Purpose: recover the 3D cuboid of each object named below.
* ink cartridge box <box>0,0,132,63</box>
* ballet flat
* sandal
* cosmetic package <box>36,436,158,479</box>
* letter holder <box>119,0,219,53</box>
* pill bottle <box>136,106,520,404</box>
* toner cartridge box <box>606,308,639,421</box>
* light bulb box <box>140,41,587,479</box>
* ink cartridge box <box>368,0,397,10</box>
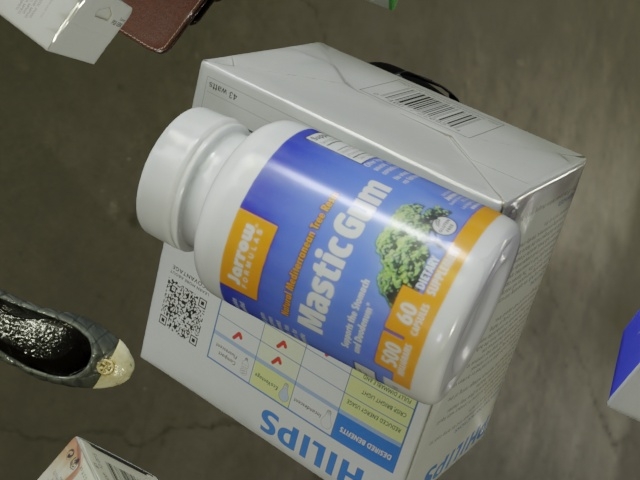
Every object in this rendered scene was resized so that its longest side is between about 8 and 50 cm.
[{"bbox_3d":[-0.220,-0.195,0.781,0.056,0.135,0.099,-54,175,8],"label":"ink cartridge box"},{"bbox_3d":[-0.216,0.072,0.775,0.173,0.049,0.058,25,90,-26],"label":"ballet flat"},{"bbox_3d":[0.170,-0.206,1.584,0.097,0.254,0.054,-48,163,-41],"label":"sandal"},{"bbox_3d":[-0.324,0.408,1.287,0.296,0.129,0.153,-48,129,1],"label":"cosmetic package"},{"bbox_3d":[-0.264,-0.425,1.449,0.302,0.214,0.152,39,16,-5],"label":"letter holder"},{"bbox_3d":[0.000,0.000,0.806,0.152,0.272,0.152,-55,161,-30],"label":"pill bottle"},{"bbox_3d":[0.321,0.020,0.627,0.348,0.165,0.075,108,8,-50],"label":"toner cartridge box"},{"bbox_3d":[0.033,0.025,1.122,0.225,0.357,0.361,-22,135,-53],"label":"light bulb box"},{"bbox_3d":[0.095,-0.470,1.333,0.211,0.121,0.289,58,54,-82],"label":"ink cartridge box"}]
